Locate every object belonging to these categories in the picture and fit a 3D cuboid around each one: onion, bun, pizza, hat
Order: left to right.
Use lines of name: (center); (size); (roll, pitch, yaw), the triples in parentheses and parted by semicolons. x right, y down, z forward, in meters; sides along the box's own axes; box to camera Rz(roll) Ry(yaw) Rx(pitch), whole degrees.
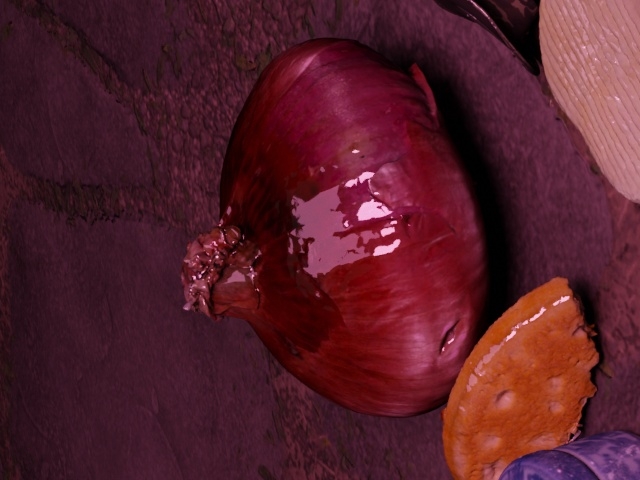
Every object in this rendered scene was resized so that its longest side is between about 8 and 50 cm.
onion: (0.000, 0.000, 1.709); (0.347, 0.285, 0.348); (165, 90, -72)
hat: (0.144, -0.188, 1.584); (0.050, 0.121, 0.121); (-52, 42, 5)
pizza: (0.165, 0.133, 1.635); (0.058, 0.127, 0.246); (-100, 10, -53)
bun: (0.247, -0.138, 1.392); (0.221, 0.108, 0.221); (49, 147, 48)

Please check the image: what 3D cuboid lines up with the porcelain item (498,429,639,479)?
porcelain item: (0.215, 0.234, 1.563); (0.147, 0.114, 0.147); (31, 126, 56)
